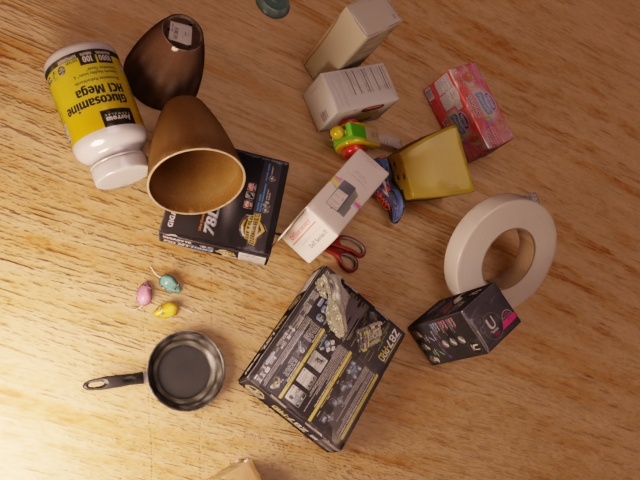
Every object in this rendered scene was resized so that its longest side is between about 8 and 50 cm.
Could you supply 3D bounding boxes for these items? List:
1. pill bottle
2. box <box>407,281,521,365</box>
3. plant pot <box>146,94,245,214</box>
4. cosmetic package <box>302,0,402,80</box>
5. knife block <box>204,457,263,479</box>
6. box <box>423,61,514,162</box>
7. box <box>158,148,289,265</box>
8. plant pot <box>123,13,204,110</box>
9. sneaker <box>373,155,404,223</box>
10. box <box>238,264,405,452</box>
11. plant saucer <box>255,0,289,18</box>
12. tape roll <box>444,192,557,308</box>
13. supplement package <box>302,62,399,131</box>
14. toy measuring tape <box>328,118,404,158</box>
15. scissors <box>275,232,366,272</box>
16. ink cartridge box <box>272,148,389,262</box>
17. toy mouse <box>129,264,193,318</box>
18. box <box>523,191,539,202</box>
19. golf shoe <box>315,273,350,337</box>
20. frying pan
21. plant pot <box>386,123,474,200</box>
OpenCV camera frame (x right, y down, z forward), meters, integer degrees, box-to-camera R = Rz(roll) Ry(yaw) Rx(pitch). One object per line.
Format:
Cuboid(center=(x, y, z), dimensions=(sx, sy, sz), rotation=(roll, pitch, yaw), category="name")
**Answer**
Cuboid(center=(-0.547, -0.307, 1.650), dimensions=(0.187, 0.188, 0.334), rotation=(-19, 83, -30), category="pill bottle")
Cuboid(center=(0.410, 0.245, 1.910), dimensions=(0.165, 0.270, 0.143), rotation=(-34, 90, -31), category="box")
Cuboid(center=(-0.329, -0.235, 1.660), dimensions=(0.237, 0.237, 0.255), rotation=(2, 51, -26), category="plant pot")
Cuboid(center=(0.089, -0.599, 1.998), dimensions=(0.160, 0.309, 0.113), rotation=(-34, 90, -32), category="cosmetic package")
Cuboid(center=(-0.181, 0.661, 1.579), dimensions=(0.275, 0.088, 0.242), rotation=(-24, 85, -31), category="knife block")
Cuboid(center=(0.503, -0.431, 2.247), dimensions=(0.142, 0.154, 0.300), rotation=(-23, 84, -31), category="box")
Cuboid(center=(-0.253, -0.106, 1.768), dimensions=(0.293, 0.073, 0.296), rotation=(15, 66, -8), category="box")
Cuboid(center=(-0.397, -0.493, 1.763), dimensions=(0.215, 0.230, 0.216), rotation=(8, 71, -24), category="plant pot")
Cuboid(center=(0.192, -0.151, 2.050), dimensions=(0.087, 0.083, 0.221), rotation=(-16, 76, -17), category="sneaker")
Cuboid(center=(0.015, 0.314, 1.789), dimensions=(0.318, 0.097, 0.395), rotation=(39, 60, -8), category="box")
Cuboid(center=(-0.148, -0.764, 2.100), dimensions=(0.119, 0.021, 0.120), rotation=(9, 70, -25), category="plant saucer")
Cuboid(center=(0.561, 0.047, 2.044), dimensions=(0.391, 0.072, 0.392), rotation=(-10, 115, -23), category="tape roll")
Cuboid(center=(0.096, -0.446, 2.051), dimensions=(0.244, 0.139, 0.134), rotation=(-18, 81, -30), category="supplement package")
Cuboid(center=(0.132, -0.307, 2.069), dimensions=(0.330, 0.121, 0.122), rotation=(5, 70, -49), category="toy measuring tape")
Cuboid(center=(0.000, 0.000, 1.931), dimensions=(0.297, 0.021, 0.109), rotation=(26, 65, -16), category="scissors")
Cuboid(center=(0.020, -0.074, 1.837), dimensions=(0.119, 0.207, 0.353), rotation=(42, 57, -2), category="ink cartridge box")
Cuboid(center=(-0.409, 0.127, 1.670), dimensions=(0.160, 0.031, 0.143), rotation=(-9, 78, -29), category="toy mouse")
Cuboid(center=(0.587, -0.087, 2.159), dimensions=(0.190, 0.184, 0.045), rotation=(-20, 84, -30), category="box")
Cuboid(center=(0.053, 0.169, 1.768), dimensions=(0.086, 0.069, 0.176), rotation=(-7, 76, -36), category="golf shoe")
Cuboid(center=(-0.382, 0.350, 1.601), dimensions=(0.326, 0.053, 0.197), rotation=(-29, 88, -29), category="frying pan")
Cuboid(center=(0.323, -0.219, 2.050), dimensions=(0.187, 0.212, 0.212), rotation=(-18, 94, -16), category="plant pot")
